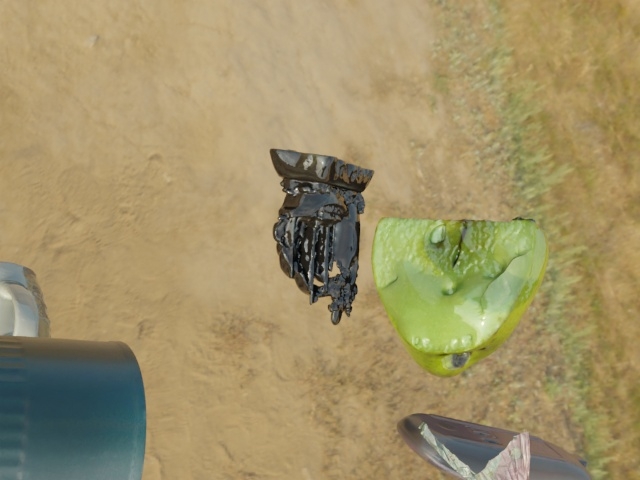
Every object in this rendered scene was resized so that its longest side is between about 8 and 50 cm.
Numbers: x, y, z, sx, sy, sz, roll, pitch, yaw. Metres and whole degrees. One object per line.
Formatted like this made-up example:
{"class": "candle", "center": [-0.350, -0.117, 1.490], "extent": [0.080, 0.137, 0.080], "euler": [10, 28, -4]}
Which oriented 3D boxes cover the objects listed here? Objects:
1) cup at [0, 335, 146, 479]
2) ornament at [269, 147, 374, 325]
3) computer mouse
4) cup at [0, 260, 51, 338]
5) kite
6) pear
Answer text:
{"class": "cup", "center": [-0.383, 0.198, 0.848], "extent": [0.292, 0.242, 0.307], "euler": [9, 43, -34]}
{"class": "ornament", "center": [0.000, 0.000, 1.154], "extent": [0.251, 0.106, 0.260], "euler": [8, 87, -66]}
{"class": "computer mouse", "center": [0.199, 0.255, 0.878], "extent": [0.233, 0.120, 0.057], "euler": [15, 95, -13]}
{"class": "cup", "center": [-0.598, 0.162, 1.396], "extent": [0.228, 0.301, 0.256], "euler": [12, 60, -38]}
{"class": "kite", "center": [0.148, 0.230, 0.722], "extent": [0.139, 0.011, 0.156], "euler": [-45, 98, -3]}
{"class": "pear", "center": [0.273, 0.116, 1.497], "extent": [0.239, 0.343, 0.317], "euler": [30, 68, -53]}
